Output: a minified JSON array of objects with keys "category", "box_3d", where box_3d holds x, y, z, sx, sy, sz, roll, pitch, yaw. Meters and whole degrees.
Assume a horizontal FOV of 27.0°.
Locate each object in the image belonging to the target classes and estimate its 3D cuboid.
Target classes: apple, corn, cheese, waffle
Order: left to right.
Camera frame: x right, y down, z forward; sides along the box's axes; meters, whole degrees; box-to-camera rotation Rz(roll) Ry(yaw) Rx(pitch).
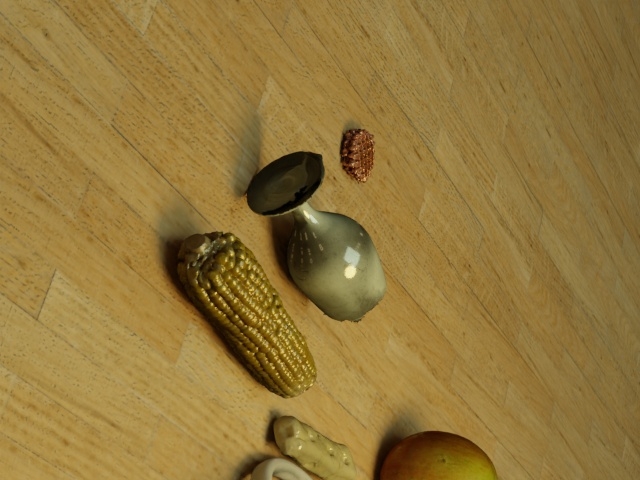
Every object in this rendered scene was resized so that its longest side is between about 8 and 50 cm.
[{"category":"corn","box_3d":[-0.088,0.099,1.694,0.320,0.097,0.097,60,42,-45]},{"category":"cheese","box_3d":[-0.006,0.298,1.869,0.194,0.043,0.065,42,29,-54]},{"category":"waffle","box_3d":[0.058,-0.128,2.010,0.075,0.029,0.083,33,64,-55]},{"category":"apple","box_3d":[0.193,0.398,2.096,0.196,0.196,0.196,0,90,-60]}]

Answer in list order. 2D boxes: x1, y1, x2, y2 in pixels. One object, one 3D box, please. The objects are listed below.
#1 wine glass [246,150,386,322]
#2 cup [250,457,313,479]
[{"category":"wine glass","box_3d":[0.000,0.000,1.813,0.241,0.126,0.126,59,42,-38]},{"category":"cup","box_3d":[0.010,0.455,1.751,0.274,0.259,0.356,34,30,-57]}]
